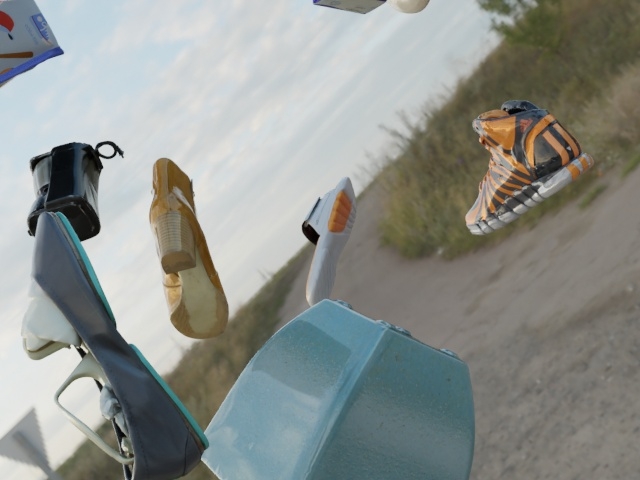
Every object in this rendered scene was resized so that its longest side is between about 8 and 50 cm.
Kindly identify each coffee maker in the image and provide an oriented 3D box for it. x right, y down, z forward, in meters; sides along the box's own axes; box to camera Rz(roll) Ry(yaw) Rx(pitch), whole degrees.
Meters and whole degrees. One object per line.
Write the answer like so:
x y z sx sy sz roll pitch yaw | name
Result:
-0.450 -0.094 1.585 0.171 0.120 0.178 -36 41 15 | coffee maker

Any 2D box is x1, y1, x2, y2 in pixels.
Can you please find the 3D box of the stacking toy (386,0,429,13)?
0.302 -0.672 1.659 0.480 0.350 0.350 -23 -3 -9 | stacking toy

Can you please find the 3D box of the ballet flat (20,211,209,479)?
-0.153 0.074 0.573 0.074 0.203 0.074 -33 -8 -5 | ballet flat

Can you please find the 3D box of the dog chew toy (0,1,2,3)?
-0.331 -0.344 0.886 0.332 0.206 0.206 -27 12 38 | dog chew toy

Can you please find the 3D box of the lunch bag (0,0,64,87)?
-0.723 -0.384 1.557 0.386 0.327 0.239 -35 19 -18 | lunch bag

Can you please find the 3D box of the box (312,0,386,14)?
0.048 -0.489 1.559 0.126 0.137 0.072 -2 -7 -38 | box

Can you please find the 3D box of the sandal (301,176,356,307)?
-0.003 -0.006 1.515 0.102 0.076 0.265 68 -146 -50 | sandal

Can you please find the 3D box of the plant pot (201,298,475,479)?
0.039 0.218 1.059 0.248 0.247 0.252 20 85 60 | plant pot

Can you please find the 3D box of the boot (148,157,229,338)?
-0.222 0.016 1.478 0.104 0.211 0.295 -10 -38 -1 | boot

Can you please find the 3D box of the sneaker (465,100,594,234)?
0.322 -0.136 1.509 0.125 0.180 0.321 -33 -5 -32 | sneaker
